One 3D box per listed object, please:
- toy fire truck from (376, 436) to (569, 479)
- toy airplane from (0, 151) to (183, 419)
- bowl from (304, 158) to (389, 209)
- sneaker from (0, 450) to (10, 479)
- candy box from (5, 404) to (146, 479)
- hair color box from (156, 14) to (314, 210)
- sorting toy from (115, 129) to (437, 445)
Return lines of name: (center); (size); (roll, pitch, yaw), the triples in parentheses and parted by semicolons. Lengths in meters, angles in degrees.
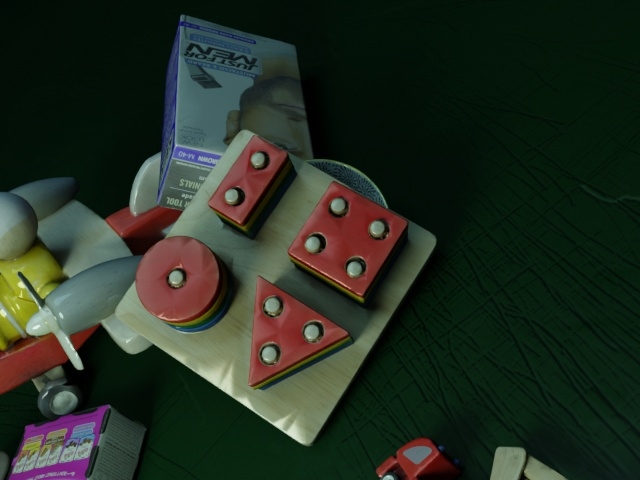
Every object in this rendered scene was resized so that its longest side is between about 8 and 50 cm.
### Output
toy fire truck: (0.139, 0.212, 0.640); (0.135, 0.047, 0.192); (-42, 36, 2)
toy airplane: (-0.333, 0.018, 1.067); (0.386, 0.272, 0.384); (-18, 45, 29)
bowl: (0.000, 0.000, 0.919); (0.170, 0.080, 0.170); (-2, 73, 8)
sneaker: (-0.465, 0.337, 0.910); (0.350, 0.148, 0.131); (-117, 46, -74)
candy box: (-0.304, 0.320, 0.919); (0.159, 0.071, 0.233); (-19, 44, 31)
hair color box: (-0.120, -0.172, 1.111); (0.339, 0.185, 0.110); (-99, 26, -46)
sorting toy: (-0.052, 0.033, 0.827); (0.257, 0.089, 0.255); (31, 80, 14)
